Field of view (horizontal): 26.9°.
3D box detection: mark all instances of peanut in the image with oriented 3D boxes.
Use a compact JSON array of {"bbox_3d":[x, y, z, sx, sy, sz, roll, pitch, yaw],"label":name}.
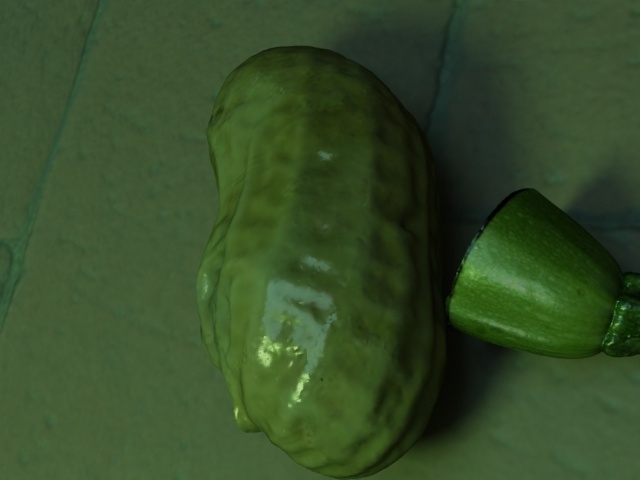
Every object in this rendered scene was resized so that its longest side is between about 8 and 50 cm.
[{"bbox_3d":[0.004,-0.002,0.902,0.174,0.158,0.339,-43,36,51],"label":"peanut"}]

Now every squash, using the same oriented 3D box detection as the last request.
[{"bbox_3d":[0.159,0.041,0.819,0.132,0.105,0.105,29,86,23],"label":"squash"}]
